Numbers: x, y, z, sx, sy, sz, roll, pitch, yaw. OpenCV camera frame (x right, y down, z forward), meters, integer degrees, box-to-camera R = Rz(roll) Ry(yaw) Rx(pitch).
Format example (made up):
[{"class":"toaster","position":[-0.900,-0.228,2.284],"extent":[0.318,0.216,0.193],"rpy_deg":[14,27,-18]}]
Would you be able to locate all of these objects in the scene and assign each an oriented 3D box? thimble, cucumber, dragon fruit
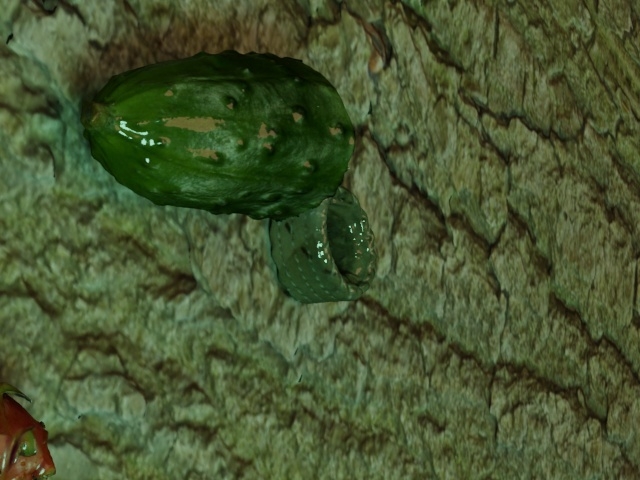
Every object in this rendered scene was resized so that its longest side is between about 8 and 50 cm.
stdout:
[{"class":"thimble","position":[0.000,0.000,1.299],"extent":[0.084,0.062,0.110],"rpy_deg":[-49,124,-48]},{"class":"cucumber","position":[-0.091,-0.081,1.127],"extent":[0.244,0.134,0.134],"rpy_deg":[3,81,-54]},{"class":"dragon fruit","position":[-0.221,0.127,0.922],"extent":[0.116,0.086,0.081],"rpy_deg":[2,40,-24]}]
